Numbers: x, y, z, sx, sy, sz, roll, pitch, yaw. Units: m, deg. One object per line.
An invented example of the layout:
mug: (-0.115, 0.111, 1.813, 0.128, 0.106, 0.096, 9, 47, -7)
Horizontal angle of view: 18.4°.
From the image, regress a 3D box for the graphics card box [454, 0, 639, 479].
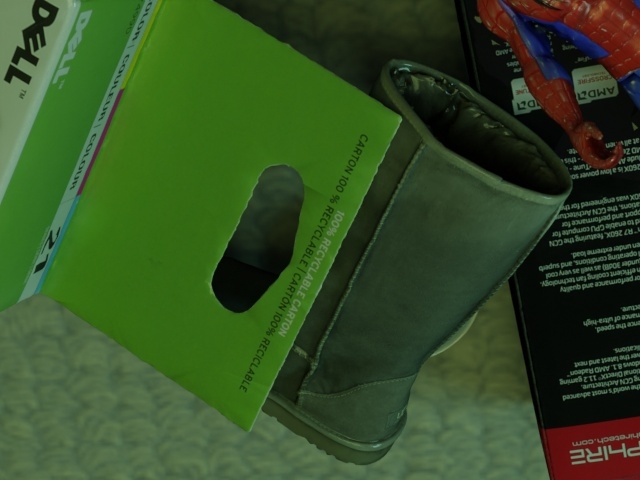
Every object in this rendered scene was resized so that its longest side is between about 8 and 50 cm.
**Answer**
graphics card box: (0.190, -0.070, 0.944, 0.232, 0.094, 0.371, -11, 114, 8)

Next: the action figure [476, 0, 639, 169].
action figure: (0.159, -0.059, 0.830, 0.280, 0.139, 0.091, 37, 109, -11)

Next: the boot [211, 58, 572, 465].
boot: (0.000, -0.002, 0.947, 0.189, 0.076, 0.208, 27, 137, 3)

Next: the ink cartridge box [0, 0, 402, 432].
ink cartridge box: (-0.120, -0.038, 0.893, 0.255, 0.097, 0.189, 32, 114, 14)

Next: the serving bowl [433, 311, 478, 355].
serving bowl: (0.042, 0.021, 1.027, 0.083, 0.027, 0.083, 1, 115, 3)
